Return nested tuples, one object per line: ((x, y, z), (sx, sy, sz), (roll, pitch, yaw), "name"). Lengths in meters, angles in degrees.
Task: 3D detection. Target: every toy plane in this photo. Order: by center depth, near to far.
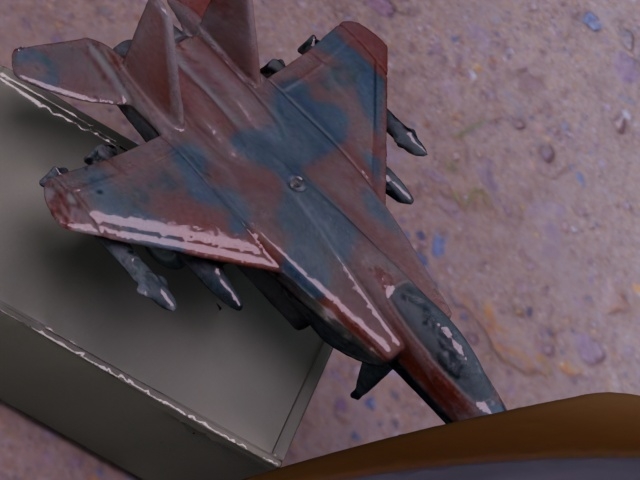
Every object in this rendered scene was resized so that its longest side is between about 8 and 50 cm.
((-0.003, 0.003, 0.949), (0.223, 0.104, 0.326), (-32, 83, -36), "toy plane")

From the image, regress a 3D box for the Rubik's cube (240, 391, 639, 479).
((0.103, 0.272, 0.728), (0.352, 0.347, 0.352), (-10, 103, -30), "Rubik's cube")

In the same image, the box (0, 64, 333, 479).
((-0.110, 0.029, 0.997), (0.225, 0.086, 0.129), (31, 53, -8), "box")
